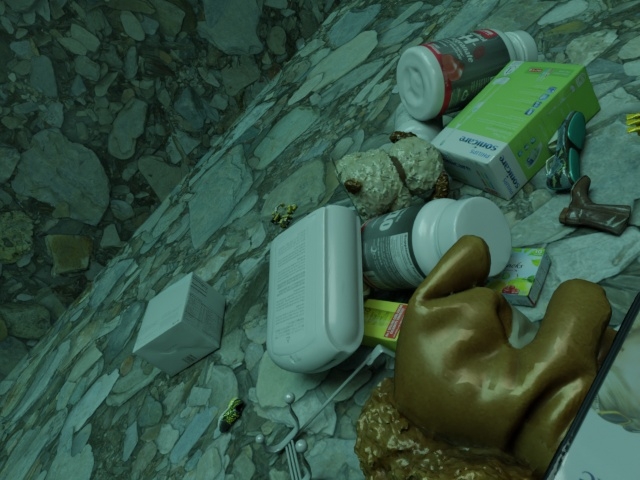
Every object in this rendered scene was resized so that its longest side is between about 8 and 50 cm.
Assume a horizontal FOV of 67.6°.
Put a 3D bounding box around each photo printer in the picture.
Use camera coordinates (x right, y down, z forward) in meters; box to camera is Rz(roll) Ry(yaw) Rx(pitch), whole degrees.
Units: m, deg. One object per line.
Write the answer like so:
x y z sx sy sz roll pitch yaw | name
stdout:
-0.017 0.112 0.977 0.256 0.107 0.307 -32 52 51 | photo printer

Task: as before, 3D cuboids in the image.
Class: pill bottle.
0.257 -0.269 1.257 0.131 0.131 0.229 -23 37 31 | pill bottle
0.200 0.010 0.904 0.283 0.161 0.161 -15 40 59 | pill bottle
0.366 -0.420 1.184 0.319 0.176 0.176 -20 27 -16 | pill bottle

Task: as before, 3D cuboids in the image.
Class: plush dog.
0.167 -0.148 1.084 0.226 0.210 0.262 -29 71 3 | plush dog

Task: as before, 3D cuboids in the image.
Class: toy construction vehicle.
-0.126 -0.087 1.579 0.086 0.035 0.098 -4 49 47 | toy construction vehicle

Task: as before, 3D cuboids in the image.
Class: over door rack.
0.028 0.341 0.812 0.324 0.108 0.239 -39 32 7 | over door rack

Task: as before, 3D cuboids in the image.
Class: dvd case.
0.317 0.170 0.396 0.181 0.022 0.253 26 61 33 | dvd case

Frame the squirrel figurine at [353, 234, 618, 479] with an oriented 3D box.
0.248 0.239 0.551 0.397 0.281 0.371 -43 44 -15 | squirrel figurine

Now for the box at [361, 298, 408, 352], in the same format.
0.099 0.169 0.983 0.232 0.058 0.087 2 53 50 | box

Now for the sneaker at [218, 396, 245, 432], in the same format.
-0.202 0.397 1.087 0.035 0.031 0.083 -7 47 45 | sneaker

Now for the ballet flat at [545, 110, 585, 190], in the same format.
0.479 -0.177 0.945 0.070 0.070 0.188 -8 50 45 | ballet flat

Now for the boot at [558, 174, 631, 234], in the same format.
0.489 -0.064 0.829 0.114 0.037 0.106 17 79 59 | boot

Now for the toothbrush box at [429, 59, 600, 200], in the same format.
0.419 -0.251 1.056 0.283 0.122 0.206 -45 32 -2 | toothbrush box

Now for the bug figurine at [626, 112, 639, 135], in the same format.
0.639 -0.160 0.738 0.279 0.072 0.216 -3 55 42 | bug figurine

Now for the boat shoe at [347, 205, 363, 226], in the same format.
0.000 0.000 1.269 0.301 0.108 0.102 -42 32 18 | boat shoe

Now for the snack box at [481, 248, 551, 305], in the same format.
0.328 0.063 0.864 0.141 0.037 0.100 -1 49 51 | snack box

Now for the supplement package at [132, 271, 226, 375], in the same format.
-0.402 0.242 1.392 0.194 0.149 0.203 -32 33 19 | supplement package

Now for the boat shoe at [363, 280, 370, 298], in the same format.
0.066 0.078 1.052 0.068 0.072 0.190 -9 10 -4 | boat shoe
